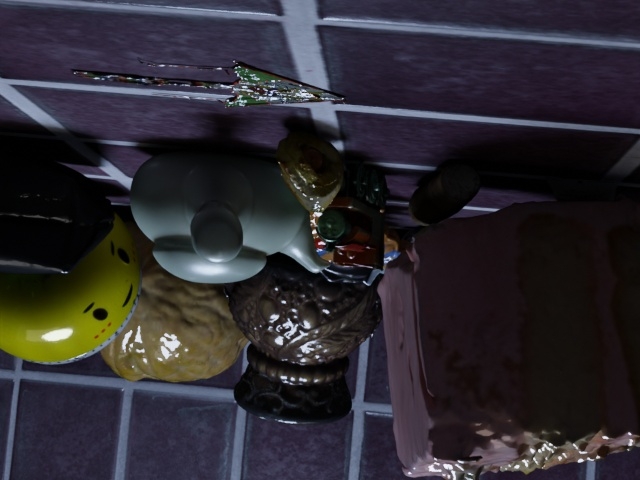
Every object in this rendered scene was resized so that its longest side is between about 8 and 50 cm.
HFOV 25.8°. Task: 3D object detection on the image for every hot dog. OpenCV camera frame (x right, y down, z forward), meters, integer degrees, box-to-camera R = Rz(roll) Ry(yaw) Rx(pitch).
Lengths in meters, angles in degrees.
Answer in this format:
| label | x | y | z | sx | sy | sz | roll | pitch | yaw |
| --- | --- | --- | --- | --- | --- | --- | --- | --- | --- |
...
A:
| label | x | y | z | sx | sy | sz | roll | pitch | yaw |
| --- | --- | --- | --- | --- | --- | --- | --- | --- | --- |
| hot dog | -0.007 | -0.074 | 1.446 | 0.061 | 0.078 | 0.169 | -35 | 175 | -2 |

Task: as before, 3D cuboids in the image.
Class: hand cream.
| label | x | y | z | sx | sy | sz | roll | pitch | yaw |
| --- | --- | --- | --- | --- | --- | --- | --- | --- | --- |
| hand cream | 0.311 | -0.040 | 1.637 | 0.080 | 0.050 | 0.234 | 3 | 167 | 14 |
| hand cream | 0.137 | 0.009 | 2.257 | 0.084 | 0.050 | 0.257 | 3 | 178 | -12 |

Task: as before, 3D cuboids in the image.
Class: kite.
| label | x | y | z | sx | sy | sz | roll | pitch | yaw |
| --- | --- | --- | --- | --- | --- | --- | --- | --- | --- |
| kite | -0.098 | -0.135 | 1.223 | 0.244 | 0.006 | 0.198 | 5 | 175 | -2 |

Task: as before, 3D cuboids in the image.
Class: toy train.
| label | x | y | z | sx | sy | sz | roll | pitch | yaw |
| --- | --- | --- | --- | --- | --- | --- | --- | --- | --- |
| toy train | 0.033 | -0.029 | 1.608 | 0.074 | 0.118 | 0.176 | 1 | 175 | 15 |

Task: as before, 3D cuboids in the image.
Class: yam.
| label | x | y | z | sx | sy | sz | roll | pitch | yaw |
| --- | --- | --- | --- | --- | --- | --- | --- | --- | --- |
| yam | 0.141 | -0.052 | 1.626 | 0.056 | 0.057 | 0.241 | 6 | 172 | -5 |

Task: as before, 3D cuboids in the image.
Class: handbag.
| label | x | y | z | sx | sy | sz | roll | pitch | yaw |
| --- | --- | --- | --- | --- | --- | --- | --- | --- | --- |
| handbag | -0.406 | -0.053 | 1.696 | 0.342 | 0.152 | 0.288 | 8 | -174 | 1 |

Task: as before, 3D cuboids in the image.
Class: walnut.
| label | x | y | z | sx | sy | sz | roll | pitch | yaw |
| --- | --- | --- | --- | --- | --- | --- | --- | --- | --- |
| walnut | -0.264 | 0.097 | 2.331 | 0.306 | 0.306 | 0.344 | 4 | 167 | 13 |

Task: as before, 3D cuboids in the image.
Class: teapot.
| label | x | y | z | sx | sy | sz | roll | pitch | yaw |
| --- | --- | --- | --- | --- | --- | --- | --- | --- | --- |
| teapot | -0.133 | -0.030 | 1.587 | 0.219 | 0.149 | 0.318 | 2 | 174 | 21 |

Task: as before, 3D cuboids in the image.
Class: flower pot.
| label | x | y | z | sx | sy | sz | roll | pitch | yaw |
| --- | --- | --- | --- | --- | --- | --- | --- | --- | --- |
| flower pot | -0.029 | 0.134 | 2.203 | 0.266 | 0.267 | 0.266 | 8 | -164 | -2 |

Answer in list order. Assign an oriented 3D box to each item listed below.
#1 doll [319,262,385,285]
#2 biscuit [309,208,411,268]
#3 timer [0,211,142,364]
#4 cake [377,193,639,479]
| label | x | y | z | sx | sy | sz | roll | pitch | yaw |
| --- | --- | --- | --- | --- | --- | --- | --- | --- | --- |
| doll | -0.001 | -0.001 | 1.991 | 0.316 | 0.103 | 0.145 | 16 | 152 | -14 |
| biscuit | -0.004 | -0.021 | 1.842 | 0.280 | 0.043 | 0.183 | 18 | 144 | -21 |
| timer | -0.398 | 0.032 | 1.992 | 0.285 | 0.285 | 0.285 | 5 | 174 | 1 |
| cake | 0.234 | 0.120 | 1.585 | 0.306 | 0.293 | 0.314 | -7 | 162 | -7 |
